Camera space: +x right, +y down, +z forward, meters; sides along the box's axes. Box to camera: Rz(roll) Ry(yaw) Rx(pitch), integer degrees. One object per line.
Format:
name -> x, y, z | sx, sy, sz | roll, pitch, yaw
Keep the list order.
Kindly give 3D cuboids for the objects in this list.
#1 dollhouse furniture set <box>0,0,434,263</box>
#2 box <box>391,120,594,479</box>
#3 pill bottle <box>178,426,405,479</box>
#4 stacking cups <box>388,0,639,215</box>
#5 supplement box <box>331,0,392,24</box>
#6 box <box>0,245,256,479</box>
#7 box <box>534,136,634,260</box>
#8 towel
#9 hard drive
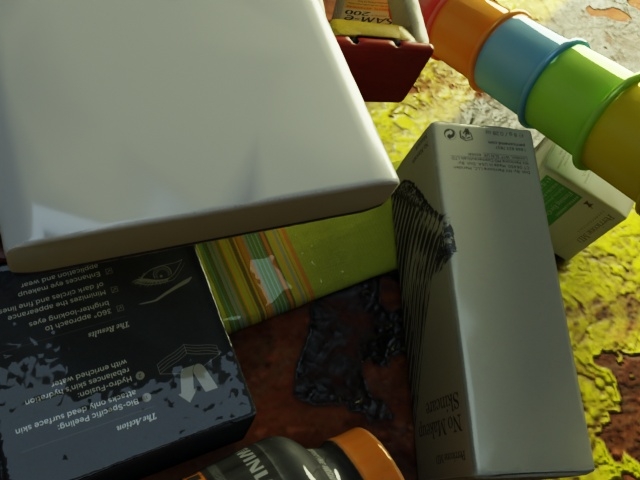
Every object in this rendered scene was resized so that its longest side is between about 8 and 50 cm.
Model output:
dollhouse furniture set -> -0.112, -0.091, 0.509 | 0.374, 0.201, 0.152 | -3, 64, -21
box -> 0.126, 0.050, 0.525 | 0.094, 0.113, 0.275 | 3, 66, -13
pill bottle -> -0.060, 0.207, 0.402 | 0.245, 0.130, 0.130 | -21, 70, -22
stacking cups -> 0.184, -0.147, 0.571 | 0.096, 0.096, 0.316 | -25, 51, -23
supplement box -> 0.052, -0.255, 0.676 | 0.062, 0.098, 0.036 | -1, 61, -12
box -> -0.148, 0.087, 0.462 | 0.156, 0.093, 0.158 | -16, 68, -20
box -> 0.242, -0.056, 0.619 | 0.087, 0.101, 0.102 | 32, 63, 4
towel -> 0.000, 0.000, 0.584 | 0.237, 0.021, 0.102 | -19, 75, -22
hard drive -> -0.105, -0.147, 0.397 | 0.210, 0.040, 0.319 | -12, 68, -25
